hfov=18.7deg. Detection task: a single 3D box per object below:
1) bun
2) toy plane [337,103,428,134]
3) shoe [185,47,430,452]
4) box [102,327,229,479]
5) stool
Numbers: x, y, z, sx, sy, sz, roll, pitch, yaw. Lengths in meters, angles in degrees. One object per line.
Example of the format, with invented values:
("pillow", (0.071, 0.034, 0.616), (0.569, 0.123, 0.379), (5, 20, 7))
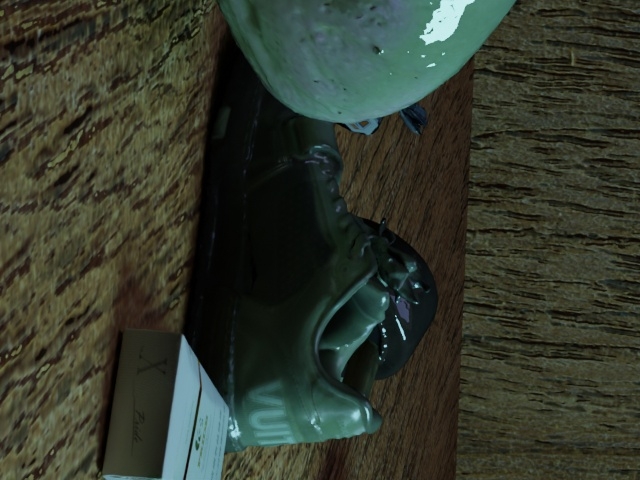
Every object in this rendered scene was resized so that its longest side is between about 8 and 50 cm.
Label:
("bun", (0.004, -0.218, 1.076), (0.293, 0.187, 0.293), (-49, -149, 43))
("toy plane", (0.020, -0.131, 1.574), (0.197, 0.078, 0.053), (45, 50, -59))
("shoe", (0.000, -0.001, 1.257), (0.109, 0.149, 0.293), (66, 30, -70))
("box", (-0.085, 0.113, 1.104), (0.154, 0.040, 0.084), (69, 29, -68))
("stool", (0.010, 0.068, 1.485), (0.121, 0.125, 0.217), (-57, 174, -37))
